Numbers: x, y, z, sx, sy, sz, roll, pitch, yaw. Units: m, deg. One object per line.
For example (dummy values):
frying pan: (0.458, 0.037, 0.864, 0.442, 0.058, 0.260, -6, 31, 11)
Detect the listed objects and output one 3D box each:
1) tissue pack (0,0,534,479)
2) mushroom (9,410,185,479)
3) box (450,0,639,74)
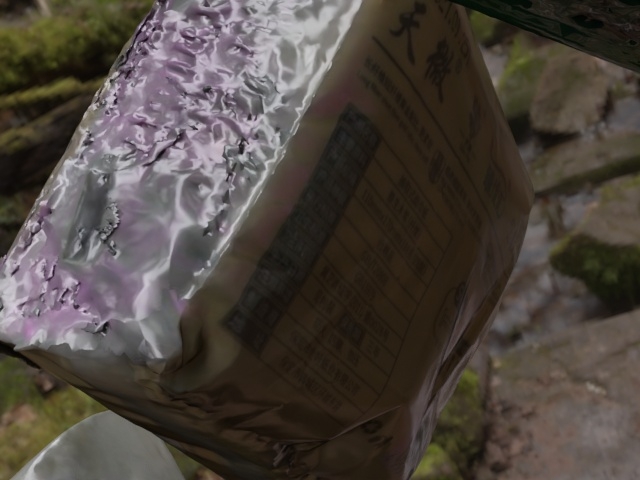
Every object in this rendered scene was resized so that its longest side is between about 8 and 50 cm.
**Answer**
tissue pack: (0.000, 0.000, 0.541, 0.123, 0.257, 0.215, 19, 74, 23)
mushroom: (-0.072, 0.293, 0.877, 0.177, 0.126, 0.397, -23, 65, -41)
box: (0.142, -0.092, 0.270, 0.264, 0.336, 0.106, -178, 106, -72)
